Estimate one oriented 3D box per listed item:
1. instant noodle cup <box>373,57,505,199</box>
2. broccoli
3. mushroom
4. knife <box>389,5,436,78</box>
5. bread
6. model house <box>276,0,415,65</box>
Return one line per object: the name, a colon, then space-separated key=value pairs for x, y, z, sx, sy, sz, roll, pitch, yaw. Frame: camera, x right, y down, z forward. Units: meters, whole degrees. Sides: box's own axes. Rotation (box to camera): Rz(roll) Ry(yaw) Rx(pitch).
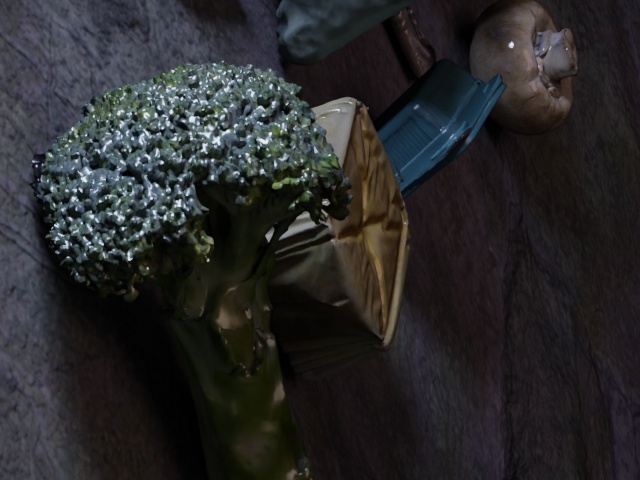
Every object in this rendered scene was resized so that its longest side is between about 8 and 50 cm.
instant noodle cup: x=0.096 y=-0.107 z=1.991 sx=0.070 sy=0.157 sz=0.179 roll=45 pitch=31 yaw=-7
broccoli: x=-0.080 y=0.049 z=1.497 sx=0.252 sy=0.221 sz=0.361 roll=-178 pitch=-108 yaw=-79
mushroom: x=0.246 y=-0.206 z=2.363 sx=0.166 sy=0.127 sz=0.166 roll=-8 pitch=90 yaw=-68
knife: x=0.057 y=-0.334 z=2.138 sx=0.365 sy=0.043 sz=0.089 roll=66 pitch=28 yaw=-21
bread: x=-0.001 y=-0.001 z=1.757 sx=0.210 sy=0.110 sz=0.192 roll=-79 pitch=151 yaw=-43
model house: x=-0.026 y=-0.376 z=1.877 sx=0.325 sy=0.194 sz=0.267 roll=48 pitch=36 yaw=-21
